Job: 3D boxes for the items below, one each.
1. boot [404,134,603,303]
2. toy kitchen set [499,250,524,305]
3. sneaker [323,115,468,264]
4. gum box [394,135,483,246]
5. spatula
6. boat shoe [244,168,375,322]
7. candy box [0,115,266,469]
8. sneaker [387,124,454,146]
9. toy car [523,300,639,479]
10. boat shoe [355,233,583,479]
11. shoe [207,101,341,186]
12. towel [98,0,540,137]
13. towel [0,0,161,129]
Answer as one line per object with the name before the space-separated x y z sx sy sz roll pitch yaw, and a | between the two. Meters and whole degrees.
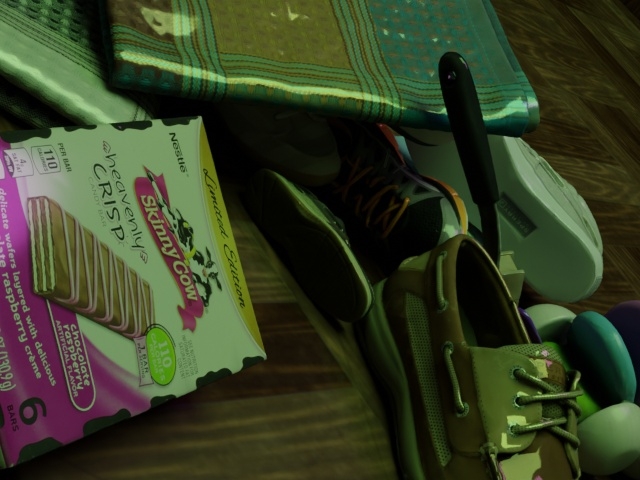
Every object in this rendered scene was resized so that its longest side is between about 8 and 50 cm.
boot | 0.178 -0.056 1.214 0.258 0.095 0.123 53 20 -1
toy kitchen set | 0.138 0.060 1.116 0.083 0.075 0.068 -5 39 -11
sneaker | 0.049 -0.044 1.110 0.083 0.084 0.215 13 28 -45
gum box | 0.128 -0.035 1.245 0.157 0.041 0.184 53 27 19
spatula | 0.132 -0.006 1.009 0.030 0.084 0.296 -21 104 -41
boat shoe | 0.000 0.000 0.992 0.049 0.056 0.152 -4 51 -50
candy box | -0.133 0.021 0.679 0.233 0.071 0.159 -17 92 -61
sneaker | -0.010 -0.194 1.164 0.350 0.148 0.131 47 46 13
toy car | 0.262 0.113 1.091 0.182 0.136 0.159 16 36 -43
boat shoe | 0.124 0.122 0.901 0.122 0.120 0.324 19 34 -39
shoe | -0.059 -0.133 1.089 0.076 0.058 0.219 -29 66 -35
towel | -0.008 -0.208 1.044 0.370 0.040 0.271 5 51 -26
towel | -0.255 -0.212 0.965 0.324 0.056 0.312 31 28 -21
